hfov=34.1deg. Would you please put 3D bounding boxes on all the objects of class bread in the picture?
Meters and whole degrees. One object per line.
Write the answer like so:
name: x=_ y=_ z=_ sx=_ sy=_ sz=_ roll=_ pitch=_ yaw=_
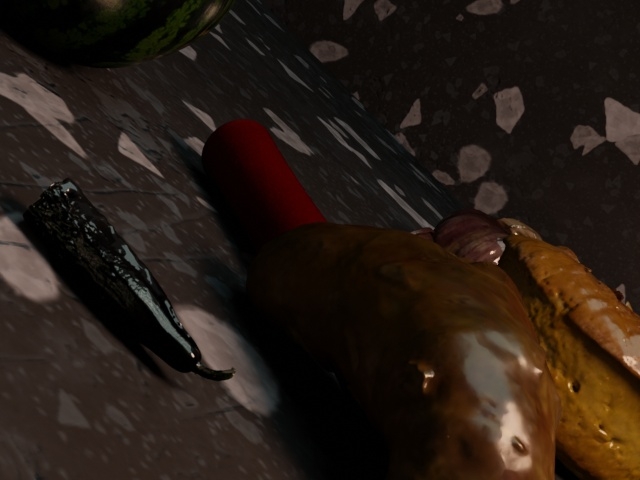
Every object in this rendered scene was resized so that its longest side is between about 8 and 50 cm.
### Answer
bread: x=0.334 y=0.163 z=1.298 sx=0.337 sy=0.204 sz=0.358 roll=26 pitch=17 yaw=-49

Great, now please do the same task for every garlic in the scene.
garlic: x=0.279 y=0.048 z=1.609 sx=0.245 sy=0.160 sz=0.245 roll=51 pitch=9 yaw=-11

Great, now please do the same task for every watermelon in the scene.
watermelon: x=-0.196 y=-0.286 z=0.984 sx=0.269 sy=0.269 sz=0.269 roll=42 pitch=12 yaw=-11

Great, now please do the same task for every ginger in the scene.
ginger: x=0.070 y=0.089 z=0.758 sx=0.321 sy=0.172 sz=0.165 roll=-127 pitch=-155 yaw=-49

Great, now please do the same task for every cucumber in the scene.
cucumber: x=-0.118 y=0.031 z=0.632 sx=0.163 sy=0.043 sz=0.039 roll=49 pitch=-30 yaw=12

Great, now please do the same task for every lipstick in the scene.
lipstick: x=-0.043 y=-0.026 z=0.981 sx=0.080 sy=0.080 sz=0.241 roll=34 pitch=14 yaw=-41

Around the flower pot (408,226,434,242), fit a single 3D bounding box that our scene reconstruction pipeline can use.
flower pot: x=0.100 y=0.049 z=1.182 sx=0.089 sy=0.111 sz=0.111 roll=62 pitch=16 yaw=12
